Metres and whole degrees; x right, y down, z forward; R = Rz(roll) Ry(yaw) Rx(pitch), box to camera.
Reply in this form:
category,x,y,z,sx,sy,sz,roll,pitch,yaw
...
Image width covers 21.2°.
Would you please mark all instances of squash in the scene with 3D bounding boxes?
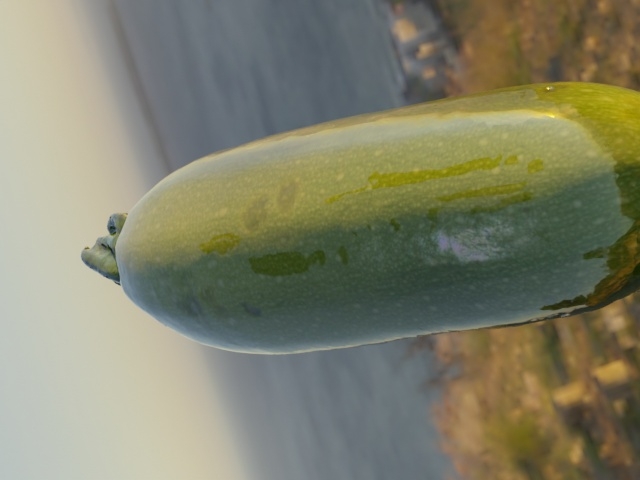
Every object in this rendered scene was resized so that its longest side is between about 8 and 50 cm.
category,x,y,z,sx,sy,sz,roll,pitch,yaw
squash,0.000,0.000,0.650,0.341,0.094,0.094,-7,105,46
